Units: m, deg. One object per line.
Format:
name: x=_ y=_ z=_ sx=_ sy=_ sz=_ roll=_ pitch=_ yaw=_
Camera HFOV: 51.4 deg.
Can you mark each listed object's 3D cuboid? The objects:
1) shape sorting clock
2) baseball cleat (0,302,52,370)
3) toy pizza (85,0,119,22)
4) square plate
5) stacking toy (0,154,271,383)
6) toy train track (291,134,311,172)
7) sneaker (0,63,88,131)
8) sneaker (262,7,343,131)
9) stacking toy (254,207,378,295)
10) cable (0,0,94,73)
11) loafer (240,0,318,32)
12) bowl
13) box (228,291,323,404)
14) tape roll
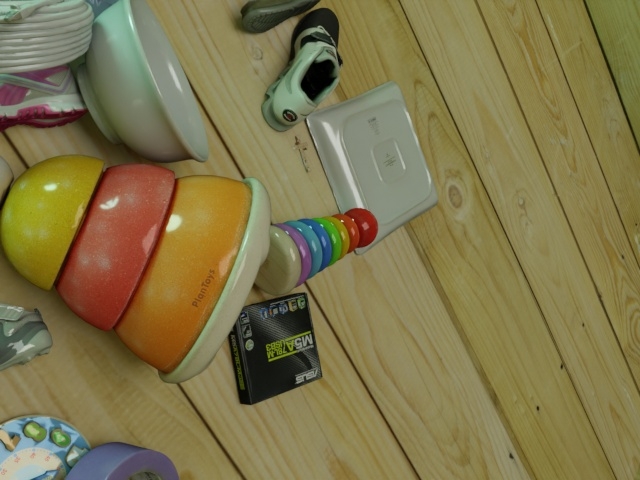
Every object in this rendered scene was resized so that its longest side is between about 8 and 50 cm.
shape sorting clock: x=-0.432 y=0.364 z=0.985 sx=0.206 sy=0.040 sz=0.206 roll=8 pitch=78 yaw=-42
baseball cleat: x=-0.496 y=0.155 z=0.951 sx=0.205 sy=0.072 sz=0.110 roll=-21 pitch=85 yaw=-48
toy pizza: x=-0.431 y=-0.421 z=1.112 sx=0.201 sy=0.032 sz=0.201 roll=10 pitch=76 yaw=-42
square plate: x=0.148 y=-0.188 z=1.600 sx=0.347 sy=0.049 sz=0.344 roll=-31 pitch=105 yaw=-41
stacking toy: x=-0.343 y=-0.022 z=0.997 sx=0.479 sy=0.350 sz=0.351 roll=26 pitch=66 yaw=-19
toy train track: x=-0.036 y=-0.190 z=1.454 sx=0.048 sy=0.014 sz=0.083 roll=-26 pitch=102 yaw=-42
sneaker: x=-0.479 y=-0.226 z=1.001 sx=0.252 sy=0.103 sz=0.111 roll=-19 pitch=93 yaw=-49
sneaker: x=0.000 y=-0.384 z=1.431 sx=0.122 sy=0.146 sz=0.331 roll=36 pitch=60 yaw=-32
stacking toy: x=0.000 y=0.000 z=1.385 sx=0.330 sy=0.141 sz=0.141 roll=-22 pitch=99 yaw=-47
cable: x=-0.449 y=-0.303 z=0.930 sx=0.257 sy=0.257 sz=0.089 roll=-43 pitch=141 yaw=-55
loafer: x=-0.090 y=-0.515 z=1.413 sx=0.251 sy=0.094 sz=0.087 roll=-40 pitch=99 yaw=-44
bowl: x=-0.304 y=-0.247 z=1.092 sx=0.134 sy=0.298 sz=0.298 roll=-21 pitch=101 yaw=2
box: x=-0.091 y=0.210 z=1.321 sx=0.190 sy=0.045 sz=0.184 roll=-10 pitch=88 yaw=-43
tape roll: x=-0.310 y=0.415 z=1.028 sx=0.189 sy=0.080 sz=0.189 roll=0 pitch=90 yaw=-59
